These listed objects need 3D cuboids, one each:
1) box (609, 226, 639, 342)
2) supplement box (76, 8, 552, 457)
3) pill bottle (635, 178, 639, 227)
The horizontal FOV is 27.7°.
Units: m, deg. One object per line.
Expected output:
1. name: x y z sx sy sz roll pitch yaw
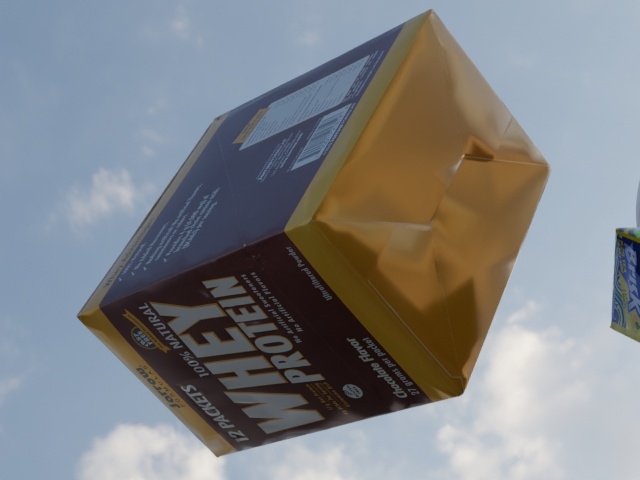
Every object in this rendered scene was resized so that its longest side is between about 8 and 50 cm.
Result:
1. box: 0.248 0.022 0.710 0.169 0.054 0.059 -2 -79 -13
2. supplement box: 0.000 0.000 0.760 0.194 0.191 0.129 -21 -61 41
3. pill bottle: 0.382 -0.026 1.122 0.108 0.193 0.108 -11 -77 -53
